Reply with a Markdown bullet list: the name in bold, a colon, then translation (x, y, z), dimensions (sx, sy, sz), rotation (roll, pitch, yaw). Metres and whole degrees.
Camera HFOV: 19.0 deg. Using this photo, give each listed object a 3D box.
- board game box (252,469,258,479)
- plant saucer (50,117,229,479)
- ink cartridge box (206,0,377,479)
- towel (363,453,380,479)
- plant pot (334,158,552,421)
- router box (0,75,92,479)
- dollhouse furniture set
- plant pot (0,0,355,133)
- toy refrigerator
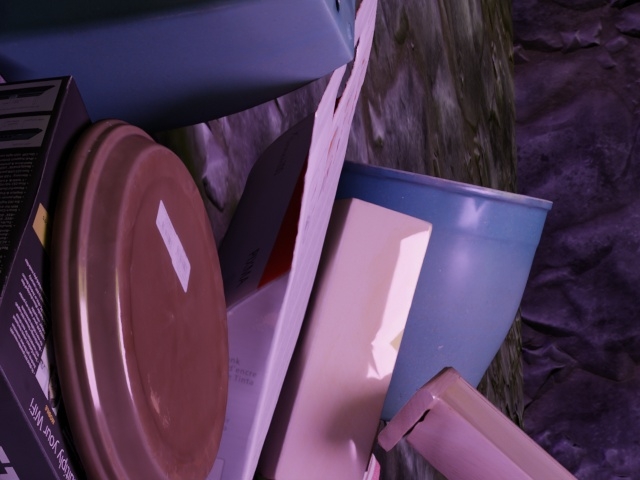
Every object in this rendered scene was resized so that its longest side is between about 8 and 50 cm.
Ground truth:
- **board game box**: translation (-0.068, 0.326, 1.666), dimensions (0.281, 0.027, 0.145), rotation (-81, 161, -67)
- **plant saucer**: translation (-0.114, 0.054, 1.292), dimensions (0.278, 0.041, 0.278), rotation (-6, 90, -76)
- **ink cartridge box**: translation (-0.045, -0.015, 1.559), dimensions (0.308, 0.091, 0.385), rotation (-71, 173, -57)
- **towel**: translation (0.036, 0.275, 2.167), dimensions (0.197, 0.029, 0.144), rotation (63, 25, -56)
- **plant pot**: translation (0.085, 0.056, 2.005), dimensions (0.271, 0.271, 0.255), rotation (0, 102, -76)
- **router box**: translation (-0.177, 0.085, 1.279), dimensions (0.243, 0.081, 0.309), rotation (-81, 160, -45)
- **dollhouse furniture set**: translation (0.076, 0.353, 1.785), dimensions (0.256, 0.394, 0.362), rotation (42, 10, 7)
- **plant pot**: translation (-0.098, -0.183, 1.375), dimensions (0.166, 0.234, 0.166), rotation (59, 29, -61)
- **toy refrigerator**: translation (0.021, 0.103, 1.799), dimensions (0.102, 0.094, 0.270), rotation (171, -64, -73)
